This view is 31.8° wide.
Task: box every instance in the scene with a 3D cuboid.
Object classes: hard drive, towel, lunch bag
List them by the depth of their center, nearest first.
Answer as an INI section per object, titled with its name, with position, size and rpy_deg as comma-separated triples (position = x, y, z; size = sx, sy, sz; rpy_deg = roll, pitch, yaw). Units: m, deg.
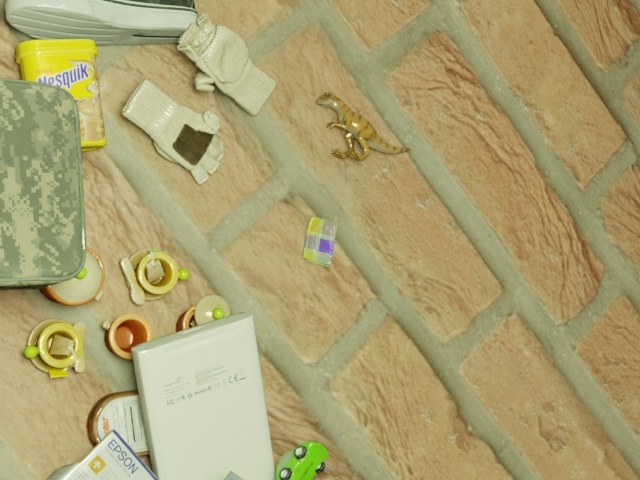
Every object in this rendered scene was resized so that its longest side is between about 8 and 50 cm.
[lunch bag]
position = -0.481, -0.070, 1.603
size = 0.212, 0.256, 0.305
rpy_deg = 0, 81, -42
[hard drive]
position = -0.180, 0.288, 1.793
size = 0.203, 0.040, 0.308
rpy_deg = -16, 109, -30
[towel]
position = 0.000, 0.000, 2.001
size = 0.060, 0.009, 0.083
rpy_deg = 19, 74, -26

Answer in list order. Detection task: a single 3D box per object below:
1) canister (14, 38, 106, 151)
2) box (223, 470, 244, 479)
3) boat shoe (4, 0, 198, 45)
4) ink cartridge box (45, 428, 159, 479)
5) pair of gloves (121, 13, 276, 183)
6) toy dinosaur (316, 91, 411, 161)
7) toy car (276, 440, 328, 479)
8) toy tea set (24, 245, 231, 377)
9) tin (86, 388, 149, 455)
[canister]
position = -0.408, -0.227, 1.777
size = 0.126, 0.073, 0.170
rpy_deg = -7, 88, -29
[box]
position = -0.117, 0.466, 1.758
size = 0.145, 0.038, 0.186
rpy_deg = -53, 128, -11
[boat shoe]
position = -0.354, -0.387, 1.817
size = 0.335, 0.121, 0.119
rpy_deg = -2, 76, -40
[ink cartridge box]
position = -0.341, 0.515, 1.706
size = 0.330, 0.071, 0.324
rpy_deg = -45, 107, -28
[pair of gloves]
position = -0.192, -0.238, 1.874
size = 0.240, 0.042, 0.204
rpy_deg = -52, 127, -13
[toy dinosaur]
position = 0.081, -0.189, 2.043
size = 0.211, 0.064, 0.112
rpy_deg = 37, 66, -20
[toy car]
position = -0.072, 0.420, 1.834
size = 0.239, 0.053, 0.225
rpy_deg = 43, 79, -36
[toy tea set]
position = -0.296, 0.100, 1.760
size = 0.336, 0.124, 0.200
rpy_deg = -4, 85, -29
[tin]
position = -0.278, 0.289, 1.795
size = 0.189, 0.040, 0.106
rpy_deg = -5, 81, -29
